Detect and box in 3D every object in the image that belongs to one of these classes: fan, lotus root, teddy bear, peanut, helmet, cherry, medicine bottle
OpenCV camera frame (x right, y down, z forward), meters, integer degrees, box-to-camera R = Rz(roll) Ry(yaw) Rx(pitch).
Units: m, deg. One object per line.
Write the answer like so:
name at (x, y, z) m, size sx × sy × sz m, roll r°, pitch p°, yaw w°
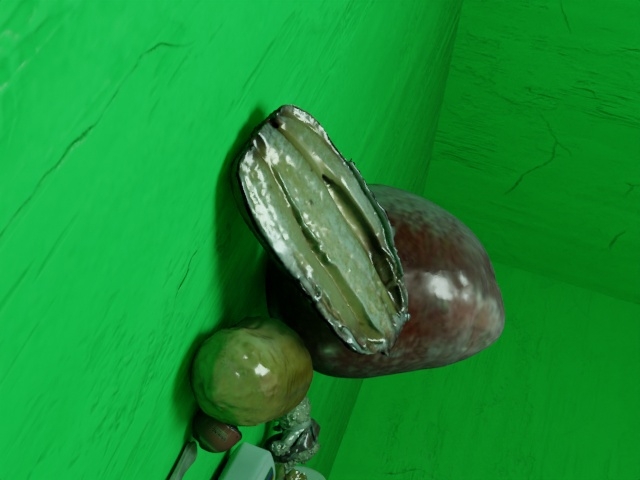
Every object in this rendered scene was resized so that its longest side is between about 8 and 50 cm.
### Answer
fan at (-0.190, 0.312, 0.915) m, size 0.193 × 0.016 × 0.038 m, roll -62°, pitch 162°, yaw -50°
lotus root at (0.000, 0.001, 0.913) m, size 0.167 × 0.078 × 0.329 m, roll -48°, pitch 121°, yaw -31°
teddy bear at (-0.049, 0.353, 1.455) m, size 0.133 × 0.111 × 0.213 m, roll -57°, pitch 163°, yaw -68°
peanut at (-0.079, 0.156, 0.944) m, size 0.224 × 0.129 × 0.129 m, roll 7°, pitch 100°, yaw -79°
helmet at (-0.133, 0.237, 0.978) m, size 0.049 × 0.065 × 0.084 m, roll -48°, pitch -177°, yaw -10°
cherry at (0.082, 0.062, 1.157) m, size 0.326 × 0.334 × 0.291 m, roll -136°, pitch -136°, yaw -76°
medicine bottle at (-0.141, 0.413, 1.146) m, size 0.229 × 0.083 × 0.121 m, roll -55°, pitch 162°, yaw -56°

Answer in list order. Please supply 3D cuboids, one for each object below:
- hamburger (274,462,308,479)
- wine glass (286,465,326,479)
hamburger at (-0.114, 0.549, 1.364) m, size 0.211 × 0.132 × 0.309 m, roll -56°, pitch 160°, yaw -57°
wine glass at (-0.057, 0.615, 1.738) m, size 0.165 × 0.164 × 0.197 m, roll -47°, pitch 145°, yaw -68°
